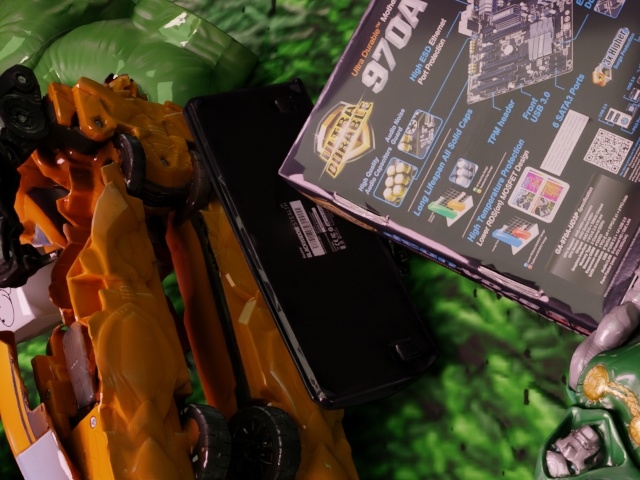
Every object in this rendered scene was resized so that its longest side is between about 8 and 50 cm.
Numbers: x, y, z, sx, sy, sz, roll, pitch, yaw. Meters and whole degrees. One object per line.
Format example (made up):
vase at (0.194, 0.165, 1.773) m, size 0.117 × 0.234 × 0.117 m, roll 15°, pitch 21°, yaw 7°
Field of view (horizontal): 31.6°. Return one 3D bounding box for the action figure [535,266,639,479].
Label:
action figure at (0.171, 0.020, 0.438) m, size 0.232 × 0.063 × 0.137 m, roll -45°, pitch 45°, yaw -1°

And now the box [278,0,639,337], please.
box at (0.108, -0.086, 0.535) m, size 0.175 × 0.051 × 0.220 m, roll 26°, pitch 87°, yaw 23°

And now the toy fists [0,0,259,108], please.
toy fists at (-0.168, -0.109, 0.767) m, size 0.279 × 0.096 × 0.142 m, roll 30°, pitch 90°, yaw 41°

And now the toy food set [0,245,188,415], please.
toy food set at (-0.156, 0.061, 0.656) m, size 0.104 × 0.111 × 0.232 m, roll -29°, pitch 80°, yaw 31°

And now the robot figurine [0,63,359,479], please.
robot figurine at (-0.081, 0.038, 0.565) m, size 0.085 × 0.211 × 0.291 m, roll -43°, pitch 52°, yaw 33°

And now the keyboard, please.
keyboard at (0.000, 0.000, 0.597) m, size 0.192 × 0.100 × 0.038 m, roll 66°, pitch 152°, yaw 24°
